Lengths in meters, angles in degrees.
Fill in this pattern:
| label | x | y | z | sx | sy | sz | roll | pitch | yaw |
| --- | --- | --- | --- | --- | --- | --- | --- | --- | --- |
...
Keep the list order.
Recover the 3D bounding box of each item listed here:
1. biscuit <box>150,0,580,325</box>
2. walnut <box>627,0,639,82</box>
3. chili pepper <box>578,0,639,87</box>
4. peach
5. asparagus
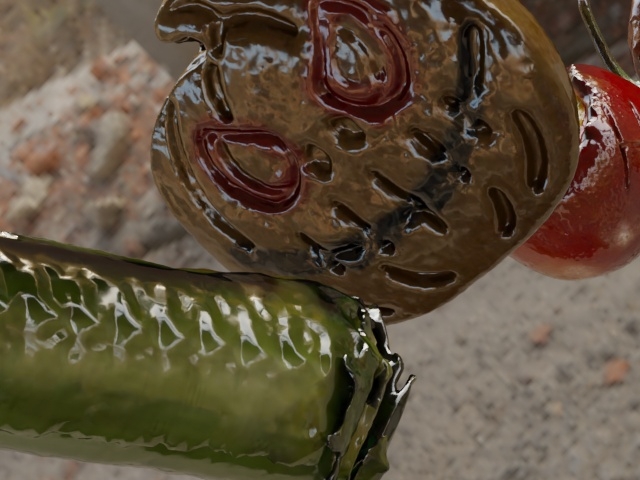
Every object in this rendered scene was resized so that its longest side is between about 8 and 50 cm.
| label | x | y | z | sx | sy | sz | roll | pitch | yaw |
| --- | --- | --- | --- | --- | --- | --- | --- | --- | --- |
| biscuit | 0.010 | -0.081 | 1.253 | 0.367 | 0.314 | 0.063 | -42 | 12 | 45 |
| walnut | 0.463 | -0.206 | 1.751 | 0.244 | 0.269 | 0.222 | -50 | 37 | 24 |
| chili pepper | 0.406 | -0.134 | 2.069 | 0.131 | 0.338 | 0.134 | -48 | 14 | 21 |
| peach | 0.242 | -0.066 | 1.632 | 0.226 | 0.196 | 0.190 | -20 | 35 | -41 |
| asparagus | -0.125 | 0.051 | 0.819 | 0.108 | 0.382 | 0.128 | -59 | 34 | 30 |
